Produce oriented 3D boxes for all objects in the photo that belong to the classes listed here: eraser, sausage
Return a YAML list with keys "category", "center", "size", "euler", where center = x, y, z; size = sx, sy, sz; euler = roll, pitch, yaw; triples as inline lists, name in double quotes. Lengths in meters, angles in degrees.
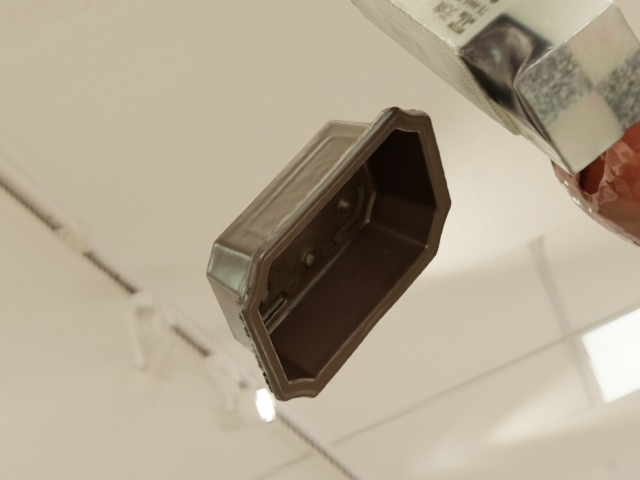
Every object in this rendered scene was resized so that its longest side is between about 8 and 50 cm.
- category: "eraser"
  center: [0.118, -0.181, 1.063]
  size: [0.098, 0.404, 0.096]
  euler: [-40, -58, 1]
- category: "sausage"
  center: [0.311, -0.054, 1.118]
  size: [0.280, 0.152, 0.152]
  euler: [29, -43, -6]

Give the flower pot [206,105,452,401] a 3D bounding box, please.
- category: "flower pot"
  center: [0.000, 0.000, 1.131]
  size: [0.251, 0.084, 0.179]
  euler: [-47, -39, -26]
